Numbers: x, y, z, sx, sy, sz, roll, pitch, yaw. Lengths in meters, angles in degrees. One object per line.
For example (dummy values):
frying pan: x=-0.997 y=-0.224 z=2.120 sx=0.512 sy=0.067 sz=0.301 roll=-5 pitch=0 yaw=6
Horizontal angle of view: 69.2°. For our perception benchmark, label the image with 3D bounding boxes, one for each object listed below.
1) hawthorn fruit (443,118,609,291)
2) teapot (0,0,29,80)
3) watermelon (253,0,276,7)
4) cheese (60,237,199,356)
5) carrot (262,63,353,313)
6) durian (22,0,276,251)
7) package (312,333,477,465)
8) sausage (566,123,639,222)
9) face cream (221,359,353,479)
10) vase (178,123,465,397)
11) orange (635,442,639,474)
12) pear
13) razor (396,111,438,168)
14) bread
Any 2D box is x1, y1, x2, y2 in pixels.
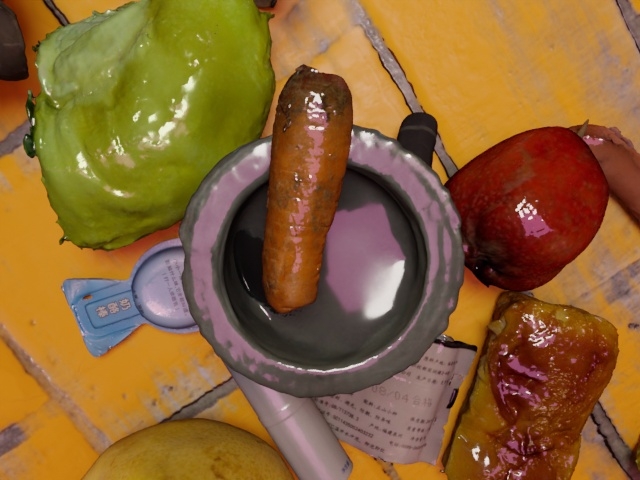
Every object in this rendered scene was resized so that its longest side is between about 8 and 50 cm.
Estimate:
hawthorn fruit: x=0.266 y=-0.052 z=0.596 sx=0.251 sy=0.189 sz=0.189 roll=-44 pitch=99 yaw=-5
teapot: x=-0.497 y=-0.241 z=0.414 sx=0.362 sy=0.376 sz=0.305 roll=-24 pitch=135 yaw=-31
watermelon: x=-0.121 y=-0.347 z=0.521 sx=0.290 sy=0.213 sz=0.319 roll=-12 pitch=55 yaw=2
cheese: x=-0.224 y=0.074 z=0.644 sx=0.245 sy=0.052 sz=0.135 roll=-18 pitch=97 yaw=0
carrot: x=-0.014 y=-0.032 z=0.349 sx=0.060 sy=0.060 sz=0.186 roll=8 pitch=104 yaw=-5
durian: x=-0.192 y=-0.145 z=0.531 sx=0.340 sy=0.204 sz=0.255 roll=-20 pitch=103 yaw=7
package: x=0.087 y=0.210 z=0.680 sx=0.251 sy=0.062 sz=0.203 roll=18 pitch=97 yaw=-2
sausage: x=0.459 y=-0.068 z=0.653 sx=0.304 sy=0.078 sz=0.078 roll=38 pitch=95 yaw=-5
face cream: x=-0.052 y=0.230 z=0.648 sx=0.077 sy=0.077 sz=0.250 roll=-32 pitch=90 yaw=2
vase: x=0.000 y=0.000 z=0.525 sx=0.245 sy=0.291 sz=0.244 roll=0 pitch=99 yaw=-2
orange: x=0.593 y=0.304 z=0.663 sx=0.159 sy=0.179 sz=0.237 roll=27 pitch=95 yaw=-4
pear: x=-0.163 y=0.378 z=0.572 sx=0.315 sy=0.314 sz=0.314 roll=-1 pitch=99 yaw=-3
razor: x=0.118 y=-0.083 z=0.596 sx=0.054 sy=0.090 sz=0.148 roll=5 pitch=67 yaw=9
bread: x=0.288 y=0.268 z=0.677 sx=0.185 sy=0.109 sz=0.380 roll=13 pitch=99 yaw=-6
